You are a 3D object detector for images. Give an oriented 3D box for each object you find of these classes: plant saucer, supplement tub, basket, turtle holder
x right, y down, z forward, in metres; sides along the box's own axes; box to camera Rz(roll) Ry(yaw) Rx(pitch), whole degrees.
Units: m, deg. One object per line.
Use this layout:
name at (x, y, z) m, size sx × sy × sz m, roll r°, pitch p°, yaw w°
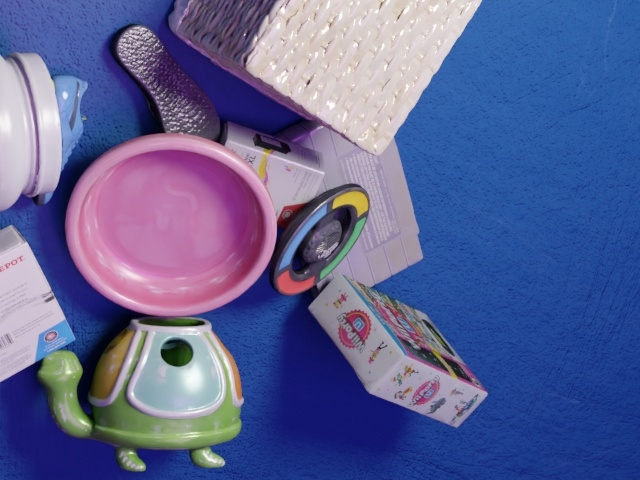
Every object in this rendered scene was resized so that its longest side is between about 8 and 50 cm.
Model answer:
plant saucer at (-0.238, -0.032, 1.964) m, size 0.332 × 0.084 × 0.332 m, roll -2°, pitch 122°, yaw -4°
supplement tub at (-0.547, -0.145, 1.689) m, size 0.331 × 0.241 × 0.241 m, roll -9°, pitch 117°, yaw -27°
basket at (0.008, -0.354, 1.898) m, size 0.328 × 0.266 × 0.331 m, roll 30°, pitch 97°, yaw -37°
turtle holder at (-0.289, 0.244, 2.056) m, size 0.320 × 0.243 × 0.227 m, roll 5°, pitch 97°, yaw 10°

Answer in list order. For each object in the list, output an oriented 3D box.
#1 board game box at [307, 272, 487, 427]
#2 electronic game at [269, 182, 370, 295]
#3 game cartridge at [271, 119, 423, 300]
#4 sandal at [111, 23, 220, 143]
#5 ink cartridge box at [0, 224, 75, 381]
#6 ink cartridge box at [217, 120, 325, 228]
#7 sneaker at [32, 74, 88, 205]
board game box at (0.144, 0.201, 2.220) m, size 0.097 × 0.224 × 0.303 m, roll -48°, pitch 141°, yaw 13°
electronic game at (0.000, 0.000, 2.072) m, size 0.229 × 0.048 × 0.229 m, roll -40°, pitch 155°, yaw -23°
game cartridge at (0.048, -0.070, 2.183) m, size 0.230 × 0.068 × 0.355 m, roll -30°, pitch 124°, yaw -20°
sandal at (-0.242, -0.234, 1.948) m, size 0.097 × 0.054 × 0.254 m, roll -38°, pitch 116°, yaw -18°
ink cartridge box at (-0.499, 0.100, 1.928) m, size 0.148 × 0.086 × 0.203 m, roll -29°, pitch 123°, yaw -16°
ink cartridge box at (-0.098, -0.104, 2.024) m, size 0.175 × 0.072 × 0.127 m, roll 17°, pitch 120°, yaw -15°
sneaker at (-0.398, -0.150, 1.880) m, size 0.082 × 0.069 × 0.209 m, roll -1°, pitch 112°, yaw -34°
